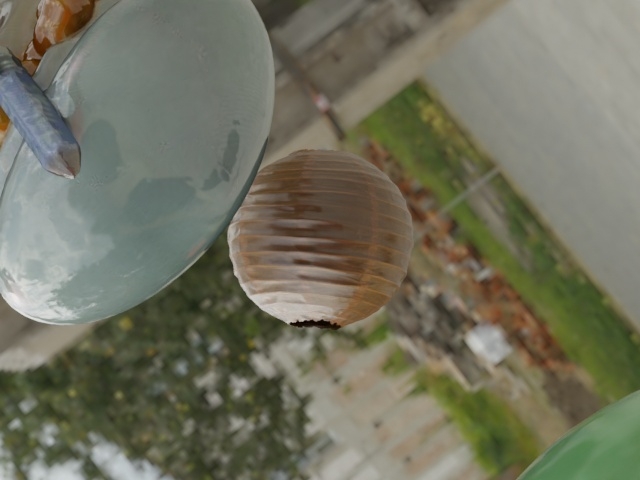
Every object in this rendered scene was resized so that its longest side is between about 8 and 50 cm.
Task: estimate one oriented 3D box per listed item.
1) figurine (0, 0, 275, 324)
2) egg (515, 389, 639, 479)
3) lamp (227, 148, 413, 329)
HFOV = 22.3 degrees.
[{"bbox_3d":[-0.202,-0.054,0.970,0.382,0.224,0.205,-2,113,35],"label":"figurine"},{"bbox_3d":[0.146,0.160,0.551,0.220,0.220,0.269,52,151,30],"label":"egg"},{"bbox_3d":[0.000,0.000,1.180,0.136,0.136,0.136,53,178,2],"label":"lamp"}]
